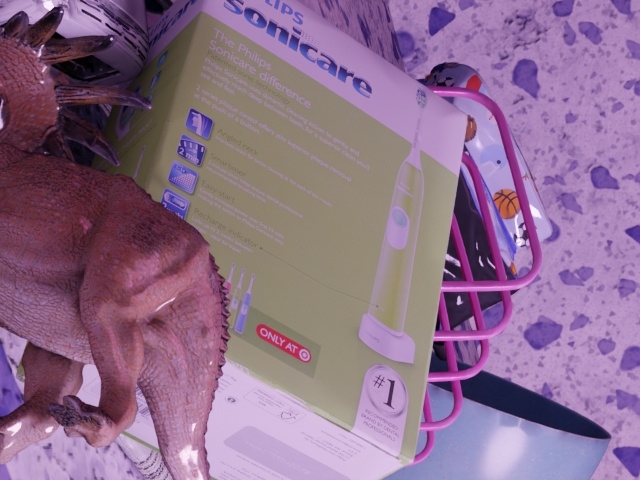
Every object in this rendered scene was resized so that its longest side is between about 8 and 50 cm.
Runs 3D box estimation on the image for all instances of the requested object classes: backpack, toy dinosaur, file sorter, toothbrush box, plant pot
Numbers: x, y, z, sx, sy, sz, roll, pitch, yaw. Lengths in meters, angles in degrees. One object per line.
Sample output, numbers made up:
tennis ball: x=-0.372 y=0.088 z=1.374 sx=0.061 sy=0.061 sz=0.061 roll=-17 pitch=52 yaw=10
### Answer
backpack: x=0.084 y=-0.056 z=1.573 sx=0.276 sy=0.213 sz=0.263 roll=68 pitch=-16 yaw=-16
toy dinosaur: x=-0.124 y=-0.003 z=0.783 sx=0.295 sy=0.127 sz=0.200 roll=40 pitch=49 yaw=0
file sorter: x=0.038 y=0.036 z=1.284 sx=0.291 sy=0.182 sz=0.202 roll=111 pitch=-24 yaw=-52
toothbrush box: x=-0.036 y=-0.003 z=0.988 sx=0.206 sy=0.122 sz=0.283 roll=30 pitch=49 yaw=-22
plant pot: x=0.118 y=0.230 z=1.593 sx=0.290 sy=0.290 sz=0.195 roll=6 pitch=105 yaw=-78

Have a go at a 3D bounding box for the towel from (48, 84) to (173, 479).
towel: x=-0.131 y=0.028 z=1.161 sx=0.324 sy=0.056 sz=0.312 roll=57 pitch=17 yaw=-49

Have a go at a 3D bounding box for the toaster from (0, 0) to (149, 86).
toaster: x=-0.182 y=-0.173 z=0.967 sx=0.227 sy=0.129 sz=0.146 roll=31 pitch=48 yaw=-74

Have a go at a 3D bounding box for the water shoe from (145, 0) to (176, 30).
water shoe: x=-0.130 y=-0.141 z=1.359 sx=0.203 sy=0.073 sz=0.080 roll=57 pitch=42 yaw=-45
